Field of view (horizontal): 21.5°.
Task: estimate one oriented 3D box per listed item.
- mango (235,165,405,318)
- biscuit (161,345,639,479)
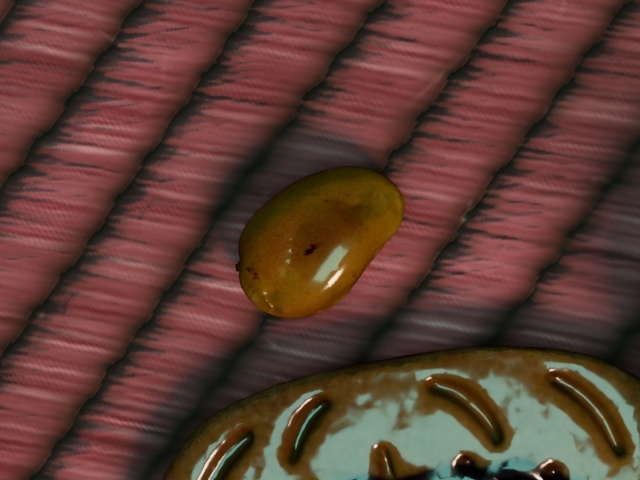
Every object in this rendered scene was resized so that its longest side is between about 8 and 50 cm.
[{"bbox_3d":[0.000,0.000,1.040,0.114,0.060,0.080,-34,73,9],"label":"mango"},{"bbox_3d":[0.076,0.226,1.043,0.367,0.063,0.314,-10,90,6],"label":"biscuit"}]
